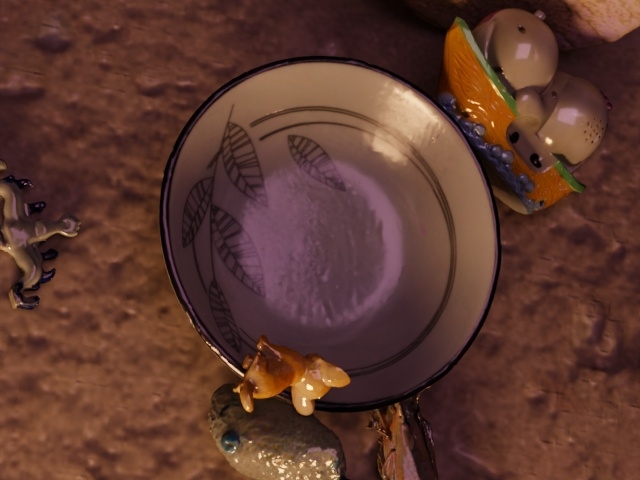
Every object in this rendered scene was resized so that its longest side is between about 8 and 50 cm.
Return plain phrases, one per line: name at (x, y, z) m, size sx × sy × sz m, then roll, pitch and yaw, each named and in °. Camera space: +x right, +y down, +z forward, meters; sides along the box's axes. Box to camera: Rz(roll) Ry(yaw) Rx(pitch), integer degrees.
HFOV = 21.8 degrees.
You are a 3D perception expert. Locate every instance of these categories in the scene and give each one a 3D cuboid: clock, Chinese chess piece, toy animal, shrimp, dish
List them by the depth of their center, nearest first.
toy animal at (-0.024, 0.118, 1.366) m, size 0.083 × 0.060 × 0.081 m, roll 26°, pitch 35°, yaw -12°
toy animal at (-0.008, 0.196, 1.385) m, size 0.079 × 0.070 × 0.253 m, roll -48°, pitch 50°, yaw -7°
shrimp at (0.037, 0.211, 1.467) m, size 0.152 × 0.046 × 0.219 m, roll 3°, pitch 75°, yaw -19°
dish at (0.000, 0.000, 1.479) m, size 0.316 × 0.106 × 0.317 m, roll 3°, pitch 79°, yaw -16°
Chinese chess piece at (0.189, -0.273, 1.525) m, size 0.270 × 0.270 × 0.112 m, roll 13°, pitch 71°, yaw -13°
clock at (0.187, -0.125, 1.548) m, size 0.144 × 0.103 × 0.231 m, roll -50°, pitch 125°, yaw -8°

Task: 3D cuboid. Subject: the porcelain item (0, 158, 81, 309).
porcelain item at (-0.246, -0.010, 1.453) m, size 0.075 × 0.021 × 0.136 m, roll -11°, pitch 78°, yaw -19°
